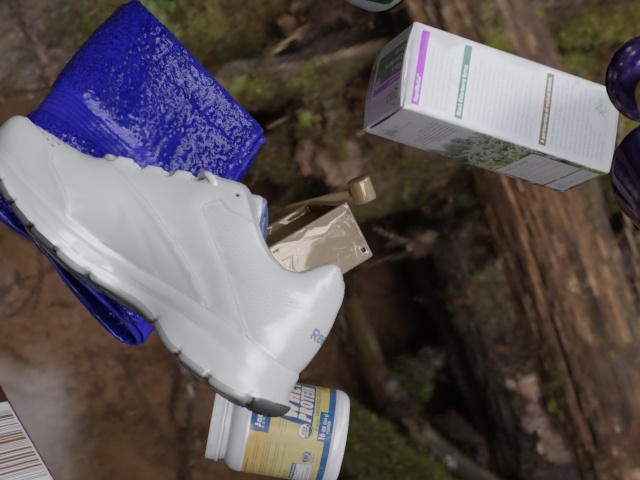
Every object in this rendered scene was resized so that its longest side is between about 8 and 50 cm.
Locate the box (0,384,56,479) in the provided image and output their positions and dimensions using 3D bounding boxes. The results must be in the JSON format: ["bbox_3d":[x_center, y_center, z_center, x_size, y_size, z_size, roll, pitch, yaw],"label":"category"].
[{"bbox_3d":[-0.413,0.286,1.400,0.167,0.203,0.168,-8,55,-52],"label":"box"}]

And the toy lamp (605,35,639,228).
[{"bbox_3d":[0.228,-0.069,0.869,0.080,0.080,0.275,56,20,-12],"label":"toy lamp"}]

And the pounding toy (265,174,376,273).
[{"bbox_3d":[0.001,-0.003,1.791,0.206,0.181,0.094,-30,103,-19],"label":"pounding toy"}]

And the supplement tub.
[{"bbox_3d":[-0.065,0.281,1.961,0.199,0.144,0.144,10,59,-4],"label":"supplement tub"}]

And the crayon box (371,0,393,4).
[{"bbox_3d":[-0.056,-0.431,1.235,0.313,0.106,0.363,9,66,-22],"label":"crayon box"}]

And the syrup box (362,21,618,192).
[{"bbox_3d":[0.171,-0.130,1.310,0.237,0.093,0.096,16,73,-18],"label":"syrup box"}]

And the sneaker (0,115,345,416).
[{"bbox_3d":[-0.111,-0.002,0.943,0.297,0.111,0.129,37,84,10],"label":"sneaker"}]

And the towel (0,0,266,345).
[{"bbox_3d":[-0.181,-0.078,1.300,0.227,0.076,0.308,49,43,-23],"label":"towel"}]

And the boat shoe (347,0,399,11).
[{"bbox_3d":[-0.031,-0.386,1.430,0.335,0.121,0.119,37,54,-23],"label":"boat shoe"}]
